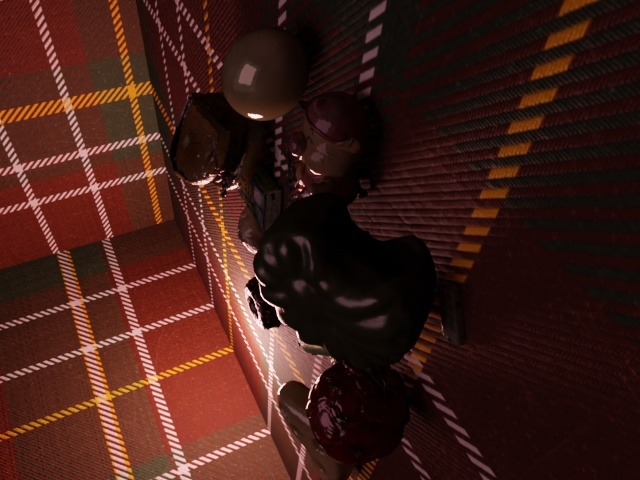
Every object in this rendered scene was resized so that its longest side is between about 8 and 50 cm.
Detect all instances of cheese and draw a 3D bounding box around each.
[{"bbox_3d":[-0.019,0.629,1.836,0.328,0.130,0.350,36,143,28],"label":"cheese"}]

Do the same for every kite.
[{"bbox_3d":[-0.070,-0.138,1.560,0.232,0.009,0.189,71,160,2],"label":"kite"}]

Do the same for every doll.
[{"bbox_3d":[0.013,-0.179,1.114,0.196,0.152,0.255,43,143,29],"label":"doll"}]

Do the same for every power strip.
[{"bbox_3d":[0.236,0.137,0.998,0.051,0.019,0.136,31,136,58],"label":"power strip"}]

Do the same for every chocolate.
[{"bbox_3d":[0.031,0.277,1.541,0.291,0.110,0.110,-12,96,67],"label":"chocolate"}]

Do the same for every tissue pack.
[{"bbox_3d":[-0.200,-0.163,1.782,0.235,0.073,0.173,55,152,38],"label":"tissue pack"}]

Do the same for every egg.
[{"bbox_3d":[-0.120,-0.370,1.233,0.254,0.189,0.188,-28,81,63],"label":"egg"}]

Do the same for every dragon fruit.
[{"bbox_3d":[0.093,0.400,1.294,0.244,0.245,0.298,54,171,39],"label":"dragon fruit"}]

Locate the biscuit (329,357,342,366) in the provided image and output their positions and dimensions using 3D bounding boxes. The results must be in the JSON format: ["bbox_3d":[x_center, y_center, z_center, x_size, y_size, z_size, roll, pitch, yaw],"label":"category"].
[{"bbox_3d":[0.047,0.378,1.700,0.092,0.016,0.082,54,154,36],"label":"biscuit"}]

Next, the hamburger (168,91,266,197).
[{"bbox_3d":[-0.323,-0.291,1.689,0.318,0.195,0.276,56,130,34],"label":"hamburger"}]

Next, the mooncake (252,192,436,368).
[{"bbox_3d":[0.038,0.086,1.061,0.352,0.187,0.351,23,144,18],"label":"mooncake"}]

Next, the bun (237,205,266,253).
[{"bbox_3d":[-0.228,-0.035,1.906,0.166,0.114,0.173,107,142,-58],"label":"bun"}]

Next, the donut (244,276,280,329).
[{"bbox_3d":[-0.231,0.248,2.201,0.235,0.089,0.235,54,156,39],"label":"donut"}]
